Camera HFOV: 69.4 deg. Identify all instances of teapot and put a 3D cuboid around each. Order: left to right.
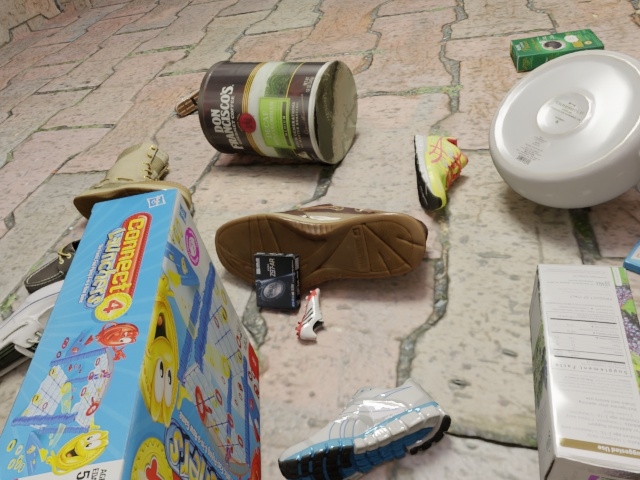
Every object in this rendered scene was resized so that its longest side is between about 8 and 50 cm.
[{"bbox_3d":[0.405,-0.145,0.713,0.253,0.187,0.255,-14,58,39],"label":"teapot"}]

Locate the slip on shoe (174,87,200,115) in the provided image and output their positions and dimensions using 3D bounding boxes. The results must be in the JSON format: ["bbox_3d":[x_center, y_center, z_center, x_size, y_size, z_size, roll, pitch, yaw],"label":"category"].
[{"bbox_3d":[-0.350,-0.397,1.309,0.135,0.051,0.041,-36,33,-14],"label":"slip on shoe"}]

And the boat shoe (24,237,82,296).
[{"bbox_3d":[-0.437,0.027,0.851,0.228,0.068,0.081,-28,43,-14],"label":"boat shoe"}]

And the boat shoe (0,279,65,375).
[{"bbox_3d":[-0.457,0.153,0.727,0.226,0.083,0.075,-37,56,-7],"label":"boat shoe"}]

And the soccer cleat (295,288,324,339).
[{"bbox_3d":[-0.009,0.107,0.669,0.036,0.029,0.083,10,50,14],"label":"soccer cleat"}]

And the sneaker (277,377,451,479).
[{"bbox_3d":[0.042,0.210,0.519,0.191,0.071,0.083,-15,34,-12],"label":"sneaker"}]

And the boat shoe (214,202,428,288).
[{"bbox_3d":[0.000,0.000,0.737,0.342,0.123,0.123,-6,12,21],"label":"boat shoe"}]

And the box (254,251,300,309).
[{"bbox_3d":[-0.065,0.060,0.696,0.067,0.083,0.018,3,12,19],"label":"box"}]

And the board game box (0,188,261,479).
[{"bbox_3d":[-0.134,0.164,0.433,0.086,0.308,0.301,-12,42,1],"label":"board game box"}]

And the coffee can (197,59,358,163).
[{"bbox_3d":[-0.086,-0.274,0.976,0.276,0.201,0.201,10,47,26],"label":"coffee can"}]

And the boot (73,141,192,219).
[{"bbox_3d":[-0.363,-0.130,0.987,0.262,0.095,0.203,-3,42,20],"label":"boot"}]

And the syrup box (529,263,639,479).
[{"bbox_3d":[0.283,0.141,0.492,0.097,0.093,0.236,2,44,18],"label":"syrup box"}]

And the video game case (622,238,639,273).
[{"bbox_3d":[0.512,0.006,0.630,0.166,0.015,0.119,-40,47,-25],"label":"video game case"}]

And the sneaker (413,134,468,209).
[{"bbox_3d":[0.216,-0.132,0.822,0.094,0.081,0.208,-2,43,11],"label":"sneaker"}]

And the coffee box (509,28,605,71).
[{"bbox_3d":[0.555,-0.453,1.100,0.184,0.040,0.113,-4,42,12],"label":"coffee box"}]
